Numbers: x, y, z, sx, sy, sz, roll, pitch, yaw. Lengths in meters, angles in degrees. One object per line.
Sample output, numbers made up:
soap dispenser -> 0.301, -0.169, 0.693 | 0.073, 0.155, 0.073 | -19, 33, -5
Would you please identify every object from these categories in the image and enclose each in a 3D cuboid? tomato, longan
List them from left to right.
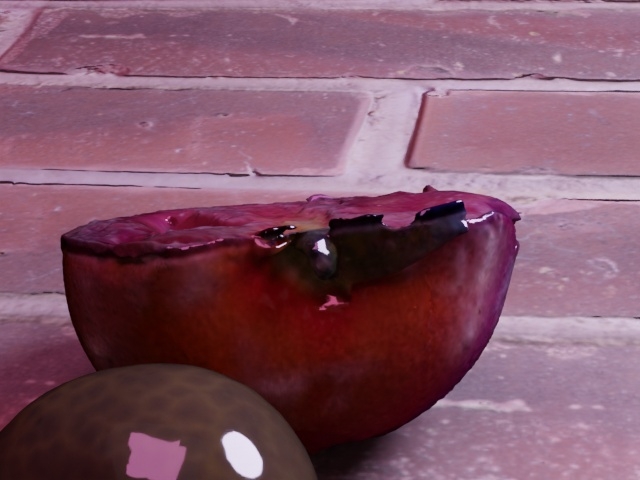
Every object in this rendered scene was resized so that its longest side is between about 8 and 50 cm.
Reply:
longan -> -0.102, 0.166, 0.914 | 0.212, 0.198, 0.198 | 1, 29, 20
tomato -> -0.015, 0.055, 1.124 | 0.335, 0.176, 0.289 | -7, 8, -6
